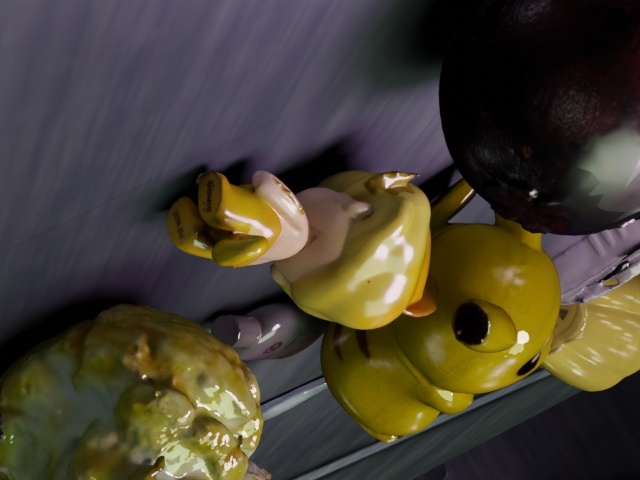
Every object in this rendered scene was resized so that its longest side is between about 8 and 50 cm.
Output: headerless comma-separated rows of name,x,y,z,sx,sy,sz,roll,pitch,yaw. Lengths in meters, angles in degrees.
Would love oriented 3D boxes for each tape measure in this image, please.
tape measure,0.345,-0.007,1.449,0.197,0.120,0.236,-17,163,-42

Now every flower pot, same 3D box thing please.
flower pot,0.342,0.102,1.657,0.195,0.195,0.179,-38,150,23

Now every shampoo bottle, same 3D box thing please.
shampoo bottle,-0.053,0.090,1.185,0.080,0.040,0.165,-34,164,18

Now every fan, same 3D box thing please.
fan,-0.081,0.224,1.555,0.282,0.023,0.057,-20,165,-35

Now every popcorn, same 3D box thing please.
popcorn,-0.154,0.148,0.959,0.221,0.184,0.204,-24,154,26

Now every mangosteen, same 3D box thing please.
mangosteen,0.185,-0.112,0.806,0.230,0.194,0.194,-54,170,-18

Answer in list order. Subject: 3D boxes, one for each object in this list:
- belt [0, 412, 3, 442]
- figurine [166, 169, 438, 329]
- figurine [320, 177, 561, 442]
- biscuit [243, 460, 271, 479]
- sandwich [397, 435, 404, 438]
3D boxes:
belt,-0.293,0.134,0.724,0.198,0.151,0.078,-14,157,-37
figurine,0.000,0.000,0.906,0.246,0.131,0.156,8,143,-42
figurine,0.117,0.062,1.129,0.327,0.169,0.218,-33,-149,52
biscuit,-0.275,0.333,1.361,0.446,0.104,0.429,-40,159,8
sandwich,0.152,0.132,1.473,0.187,0.144,0.117,-20,163,-30
